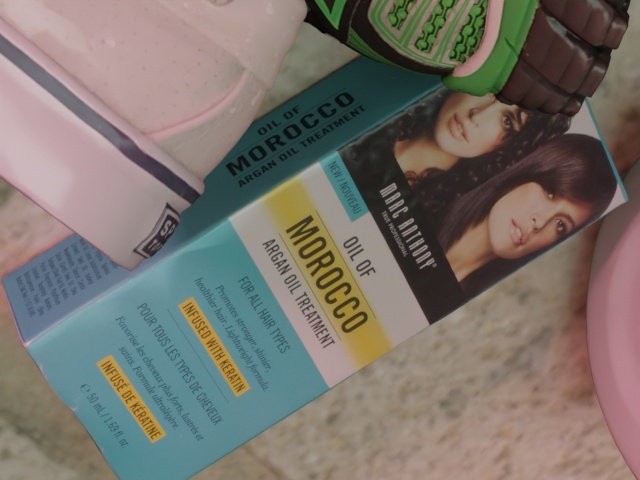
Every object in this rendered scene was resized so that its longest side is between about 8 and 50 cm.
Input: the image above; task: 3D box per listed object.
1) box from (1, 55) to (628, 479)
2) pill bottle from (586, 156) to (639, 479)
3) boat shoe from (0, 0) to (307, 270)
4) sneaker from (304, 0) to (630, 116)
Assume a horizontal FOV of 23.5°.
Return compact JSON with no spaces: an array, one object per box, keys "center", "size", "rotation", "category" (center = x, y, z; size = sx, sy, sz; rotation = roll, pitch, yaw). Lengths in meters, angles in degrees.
[{"center":[0.000,0.000,0.641],"size":[0.244,0.060,0.100],"rotation":[-32,122,-4],"category":"box"},{"center":[0.298,0.034,0.705],"size":[0.323,0.181,0.181],"rotation":[-1,115,-21],"category":"pill bottle"},{"center":[-0.148,-0.160,0.444],"size":[0.367,0.136,0.156],"rotation":[39,85,-12],"category":"boat shoe"},{"center":[0.061,-0.221,0.517],"size":[0.146,0.134,0.344],"rotation":[12,100,1],"category":"sneaker"}]
